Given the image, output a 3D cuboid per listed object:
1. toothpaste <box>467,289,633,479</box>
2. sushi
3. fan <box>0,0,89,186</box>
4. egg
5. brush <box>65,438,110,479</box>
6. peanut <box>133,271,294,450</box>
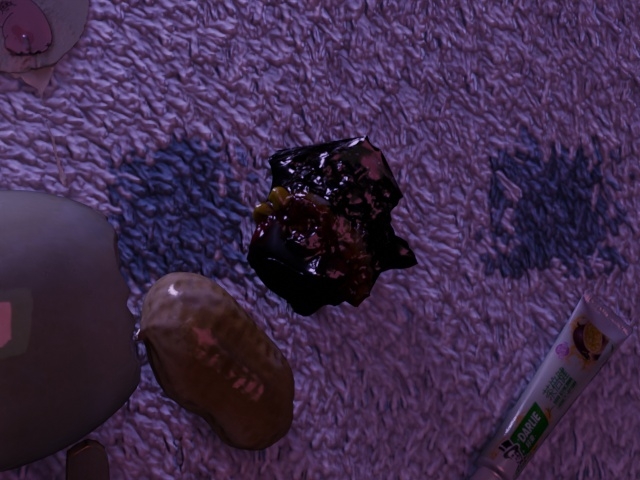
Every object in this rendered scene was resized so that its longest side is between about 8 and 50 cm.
[{"bbox_3d":[0.271,0.199,1.697,0.314,0.056,0.058,-50,138,-22],"label":"toothpaste"},{"bbox_3d":[0.000,0.000,1.584,0.150,0.153,0.172,-45,117,-39],"label":"sushi"},{"bbox_3d":[-0.330,-0.208,1.583,0.182,0.010,0.310,-17,86,-20],"label":"fan"},{"bbox_3d":[-0.348,0.095,1.386,0.336,0.278,0.278,-16,86,-20],"label":"egg"},{"bbox_3d":[-0.234,0.361,1.445,0.085,0.020,0.336,-8,109,-19],"label":"brush"},{"bbox_3d":[-0.113,0.136,1.540,0.224,0.129,0.129,46,71,-6],"label":"peanut"}]
